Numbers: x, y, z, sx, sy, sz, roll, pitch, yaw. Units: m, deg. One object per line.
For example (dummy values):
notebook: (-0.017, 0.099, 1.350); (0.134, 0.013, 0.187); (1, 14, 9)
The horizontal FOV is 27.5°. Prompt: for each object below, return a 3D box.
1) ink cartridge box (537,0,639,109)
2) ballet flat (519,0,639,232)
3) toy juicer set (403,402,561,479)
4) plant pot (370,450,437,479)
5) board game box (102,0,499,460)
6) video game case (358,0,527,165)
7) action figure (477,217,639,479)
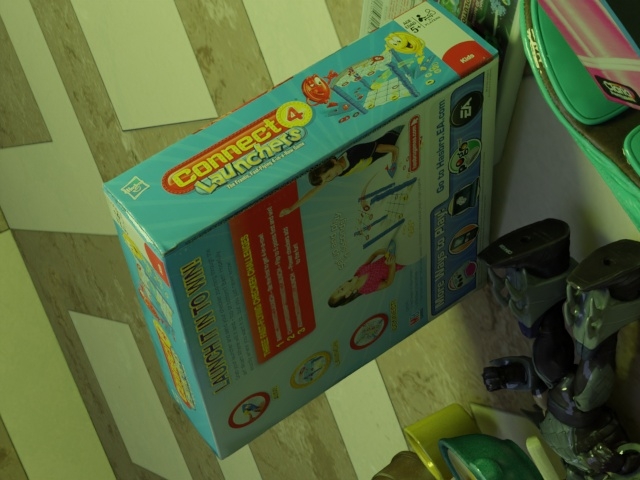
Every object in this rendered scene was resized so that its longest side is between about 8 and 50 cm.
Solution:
ink cartridge box: (0.133, -0.203, 0.697); (0.371, 0.069, 0.176); (49, 175, -28)
ballet flat: (0.210, -0.076, 0.916); (0.247, 0.083, 0.087); (58, 168, 16)
toy juicer set: (0.176, 0.262, 1.187); (0.209, 0.089, 0.329); (56, 171, -3)
plant pot: (0.068, 0.349, 1.479); (0.167, 0.165, 0.167); (44, 148, 37)
board game box: (0.000, 0.000, 1.070); (0.086, 0.302, 0.308); (47, 159, 31)
video game case: (0.102, -0.186, 1.079); (0.183, 0.023, 0.201); (48, 149, 30)
action figure: (0.207, 0.118, 1.084); (0.185, 0.099, 0.285); (29, 141, 43)
